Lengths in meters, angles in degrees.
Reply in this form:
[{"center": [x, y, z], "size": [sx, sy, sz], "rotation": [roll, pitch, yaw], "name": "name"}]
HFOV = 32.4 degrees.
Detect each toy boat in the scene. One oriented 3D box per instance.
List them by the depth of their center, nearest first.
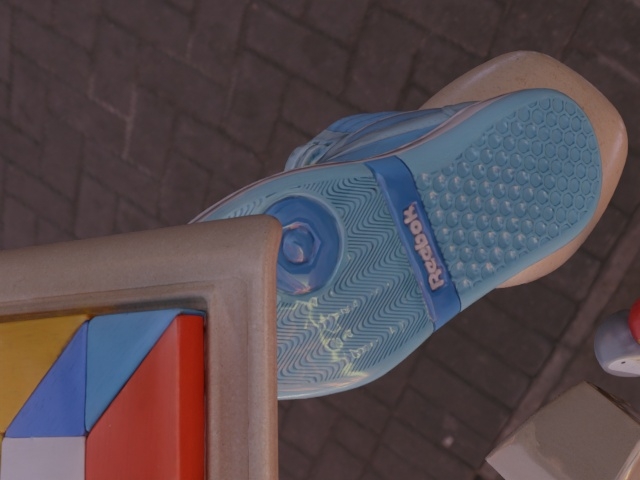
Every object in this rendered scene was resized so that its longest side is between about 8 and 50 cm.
[{"center": [0.204, -0.008, 0.992], "size": [0.318, 0.267, 0.148], "rotation": [44, 151, 11], "name": "toy boat"}]

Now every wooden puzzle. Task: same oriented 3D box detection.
[{"center": [-0.116, 0.110, 0.494], "size": [0.221, 0.044, 0.238], "rotation": [-7, 74, 31], "name": "wooden puzzle"}]

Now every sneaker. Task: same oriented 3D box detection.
[{"center": [0.000, 0.000, 0.687], "size": [0.208, 0.319, 0.127], "rotation": [2, 109, 58], "name": "sneaker"}]

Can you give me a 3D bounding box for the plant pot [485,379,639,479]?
[{"center": [0.215, 0.172, 0.844], "size": [0.096, 0.109, 0.109], "rotation": [-55, 44, 8], "name": "plant pot"}]
